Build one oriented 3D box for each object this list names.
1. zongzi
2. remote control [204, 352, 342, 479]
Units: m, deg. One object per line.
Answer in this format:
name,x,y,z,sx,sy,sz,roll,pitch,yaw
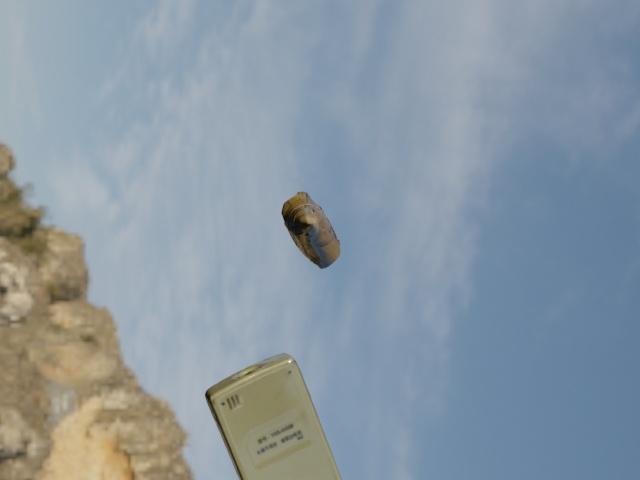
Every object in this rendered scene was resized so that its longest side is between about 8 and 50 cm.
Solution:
zongzi,0.000,0.000,1.081,0.076,0.040,0.083,57,-6,-25
remote control,-0.040,0.286,1.460,0.285,0.123,0.038,68,-14,-15
